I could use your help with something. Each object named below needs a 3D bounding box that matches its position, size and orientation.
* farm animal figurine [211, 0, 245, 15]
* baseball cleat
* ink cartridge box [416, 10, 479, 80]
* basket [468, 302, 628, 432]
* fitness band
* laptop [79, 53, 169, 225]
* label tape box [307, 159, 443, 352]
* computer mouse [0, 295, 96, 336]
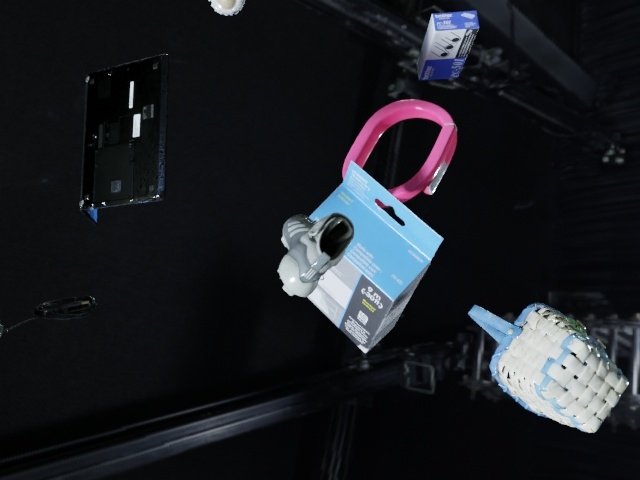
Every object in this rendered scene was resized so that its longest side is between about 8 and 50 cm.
[{"bbox_3d":[-0.156,-0.685,1.384,0.327,0.330,0.172,58,-158,9],"label":"farm animal figurine"},{"bbox_3d":[0.000,0.000,0.846,0.072,0.109,0.206,42,-162,-18],"label":"baseball cleat"},{"bbox_3d":[0.280,-0.431,1.480,0.097,0.207,0.046,-5,-105,-3],"label":"ink cartridge box"},{"bbox_3d":[0.458,0.248,1.363,0.254,0.289,0.201,39,-98,-26],"label":"basket"},{"bbox_3d":[0.166,-0.185,1.387,0.291,0.209,0.054,-60,-34,-26],"label":"fitness band"},{"bbox_3d":[-0.324,-0.157,1.116,0.136,0.264,0.235,16,-109,-62],"label":"laptop"},{"bbox_3d":[0.074,0.043,1.323,0.240,0.334,0.106,42,-123,18],"label":"label tape box"},{"bbox_3d":[-0.432,0.111,0.917,0.242,0.071,0.041,-18,-59,-36],"label":"computer mouse"}]
